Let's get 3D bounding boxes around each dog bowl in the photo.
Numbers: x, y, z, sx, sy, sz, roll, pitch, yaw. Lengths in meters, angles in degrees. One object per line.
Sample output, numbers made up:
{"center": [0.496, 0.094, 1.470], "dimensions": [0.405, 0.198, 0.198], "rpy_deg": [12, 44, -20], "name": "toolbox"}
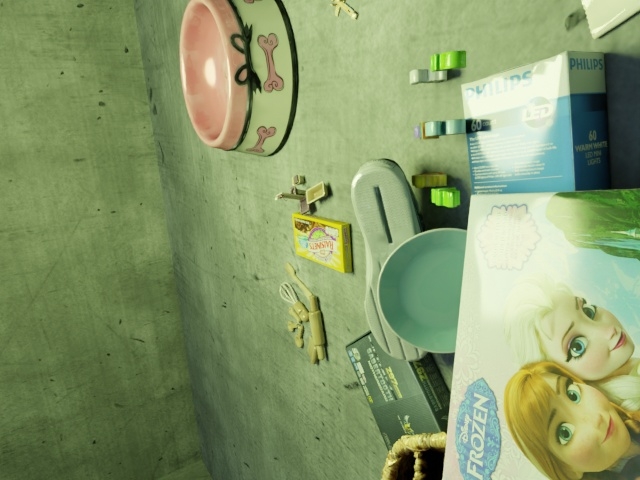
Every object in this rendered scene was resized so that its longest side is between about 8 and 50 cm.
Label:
{"center": [-0.219, -0.403, 1.108], "dimensions": [0.408, 0.150, 0.408], "rpy_deg": [28, 124, 52], "name": "dog bowl"}

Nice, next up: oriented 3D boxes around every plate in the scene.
{"center": [0.175, 0.071, 0.646], "dimensions": [0.024, 0.188, 0.188], "rpy_deg": [-63, -30, -74], "name": "plate"}

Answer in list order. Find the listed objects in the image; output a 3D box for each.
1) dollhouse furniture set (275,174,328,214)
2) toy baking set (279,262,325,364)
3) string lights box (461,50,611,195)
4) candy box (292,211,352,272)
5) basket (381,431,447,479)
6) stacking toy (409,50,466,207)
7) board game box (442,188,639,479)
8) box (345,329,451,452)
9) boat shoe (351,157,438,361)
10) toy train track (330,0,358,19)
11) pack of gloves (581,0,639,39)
{"center": [-0.046, -0.118, 0.989], "dimensions": [0.114, 0.081, 0.091], "rpy_deg": [-22, 69, 51], "name": "dollhouse furniture set"}
{"center": [-0.053, 0.191, 1.174], "dimensions": [0.197, 0.030, 0.256], "rpy_deg": [10, 110, 57], "name": "toy baking set"}
{"center": [0.250, -0.066, 0.527], "dimensions": [0.133, 0.077, 0.259], "rpy_deg": [6, 106, 58], "name": "string lights box"}
{"center": [0.000, 0.000, 1.017], "dimensions": [0.206, 0.027, 0.105], "rpy_deg": [17, 118, 56], "name": "candy box"}
{"center": [0.156, 0.402, 0.564], "dimensions": [0.213, 0.223, 0.299], "rpy_deg": [-5, 61, 23], "name": "basket"}
{"center": [0.155, -0.142, 0.584], "dimensions": [0.221, 0.052, 0.167], "rpy_deg": [-78, -16, -76], "name": "stacking toy"}
{"center": [0.254, 0.117, 0.373], "dimensions": [0.318, 0.066, 0.318], "rpy_deg": [4, 89, 58], "name": "board game box"}
{"center": [0.148, 0.273, 0.843], "dimensions": [0.183, 0.059, 0.232], "rpy_deg": [-47, 61, 53], "name": "box"}
{"center": [0.133, 0.028, 0.725], "dimensions": [0.121, 0.119, 0.335], "rpy_deg": [-1, 110, 24], "name": "boat shoe"}
{"center": [0.039, -0.415, 0.806], "dimensions": [0.083, 0.014, 0.048], "rpy_deg": [55, 143, 31], "name": "toy train track"}
{"center": [0.301, -0.323, 0.377], "dimensions": [0.232, 0.046, 0.195], "rpy_deg": [-23, 81, 59], "name": "pack of gloves"}
